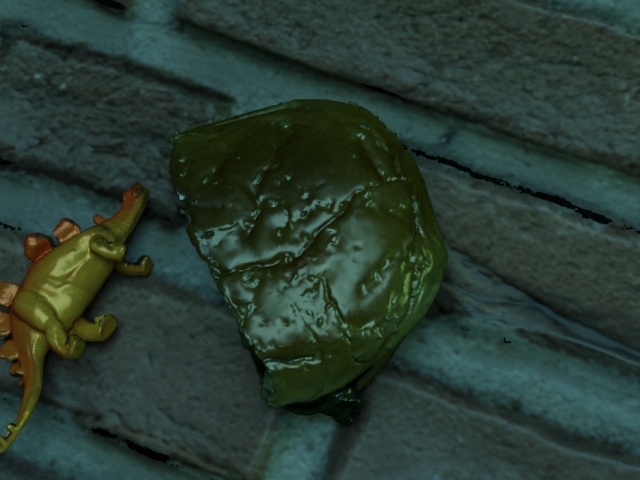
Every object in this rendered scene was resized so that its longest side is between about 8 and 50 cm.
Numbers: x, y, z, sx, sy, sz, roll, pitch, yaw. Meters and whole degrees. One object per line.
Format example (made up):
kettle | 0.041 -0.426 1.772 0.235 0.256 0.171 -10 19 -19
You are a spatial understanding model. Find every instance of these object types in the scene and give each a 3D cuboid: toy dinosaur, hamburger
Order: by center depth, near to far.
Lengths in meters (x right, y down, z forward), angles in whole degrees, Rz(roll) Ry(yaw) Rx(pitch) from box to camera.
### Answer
hamburger | 0.000 0.000 1.440 0.211 0.132 0.309 -21 67 -1
toy dinosaur | -0.246 0.058 1.472 0.117 0.070 0.288 20 67 23
